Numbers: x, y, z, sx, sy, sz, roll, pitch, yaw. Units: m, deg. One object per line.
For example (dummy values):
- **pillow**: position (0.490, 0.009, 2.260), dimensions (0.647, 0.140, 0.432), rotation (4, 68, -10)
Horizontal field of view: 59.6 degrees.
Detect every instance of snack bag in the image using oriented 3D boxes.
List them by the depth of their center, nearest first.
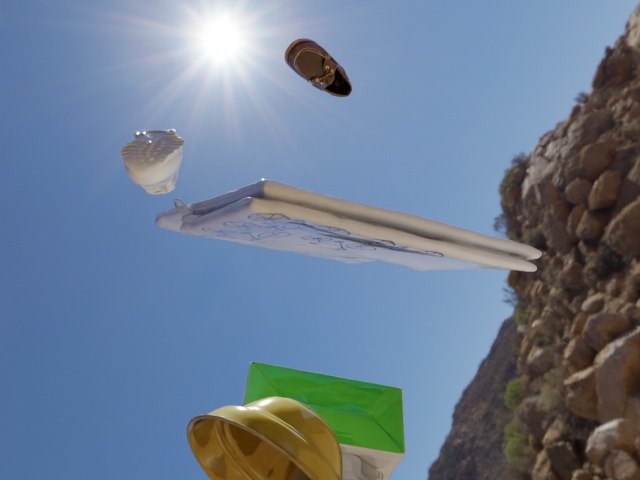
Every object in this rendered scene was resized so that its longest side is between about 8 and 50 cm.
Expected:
- **snack bag**: position (0.000, 0.000, 0.616), dimensions (0.323, 0.342, 0.037), rotation (11, -97, -31)

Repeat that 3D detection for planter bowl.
- **planter bowl**: position (-0.043, 0.249, 0.647), dimensions (0.090, 0.217, 0.217), rotation (-47, -33, -41)

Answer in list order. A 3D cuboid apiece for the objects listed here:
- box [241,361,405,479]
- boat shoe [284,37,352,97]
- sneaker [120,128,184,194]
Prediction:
- **box**: position (-0.015, 0.338, 0.956), dimensions (0.127, 0.261, 0.231), rotation (-84, 8, -47)
- **boat shoe**: position (0.005, -0.349, 1.148), dimensions (0.073, 0.073, 0.207), rotation (-48, -22, 20)
- **sneaker**: position (-0.250, -0.112, 0.863), dimensions (0.090, 0.235, 0.095), rotation (-2, -71, -9)
